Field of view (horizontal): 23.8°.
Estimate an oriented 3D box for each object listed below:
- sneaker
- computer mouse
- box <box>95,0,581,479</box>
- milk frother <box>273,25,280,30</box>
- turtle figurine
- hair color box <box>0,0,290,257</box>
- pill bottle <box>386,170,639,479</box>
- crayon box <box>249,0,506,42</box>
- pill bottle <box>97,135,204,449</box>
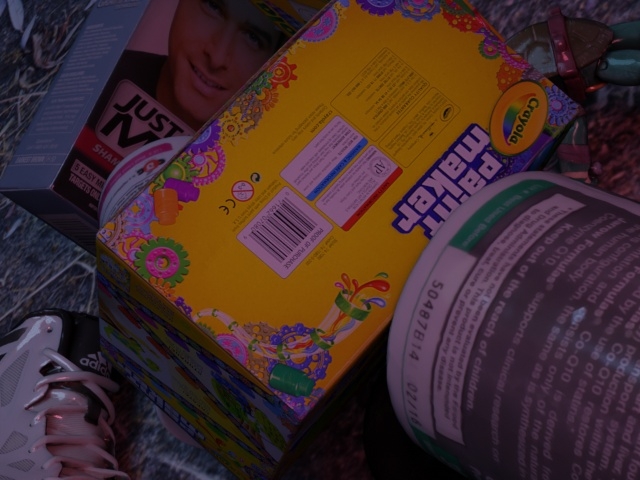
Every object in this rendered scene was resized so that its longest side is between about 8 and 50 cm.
[{"bbox_3d":[-0.242,0.181,1.384,0.447,0.169,0.257,6,66,53],"label":"sneaker"},{"bbox_3d":[0.126,0.088,1.136,0.272,0.072,0.188,-37,38,20],"label":"computer mouse"},{"bbox_3d":[0.000,0.000,1.094,0.290,0.177,0.279,-47,-8,-19],"label":"box"},{"bbox_3d":[0.035,-0.275,1.547,0.143,0.129,0.135,11,104,22],"label":"milk frother"},{"bbox_3d":[0.196,-0.121,1.173,0.234,0.118,0.175,-14,47,17],"label":"turtle figurine"},{"bbox_3d":[-0.156,-0.163,1.576,0.113,0.185,0.374,1,60,49],"label":"hair color box"},{"bbox_3d":[0.226,0.104,0.870,0.361,0.204,0.204,26,80,45],"label":"pill bottle"},{"bbox_3d":[0.039,-0.197,1.304,0.165,0.278,0.081,19,74,54],"label":"crayon box"},{"bbox_3d":[-0.104,0.043,1.357,0.160,0.160,0.283,-41,36,15],"label":"pill bottle"}]
